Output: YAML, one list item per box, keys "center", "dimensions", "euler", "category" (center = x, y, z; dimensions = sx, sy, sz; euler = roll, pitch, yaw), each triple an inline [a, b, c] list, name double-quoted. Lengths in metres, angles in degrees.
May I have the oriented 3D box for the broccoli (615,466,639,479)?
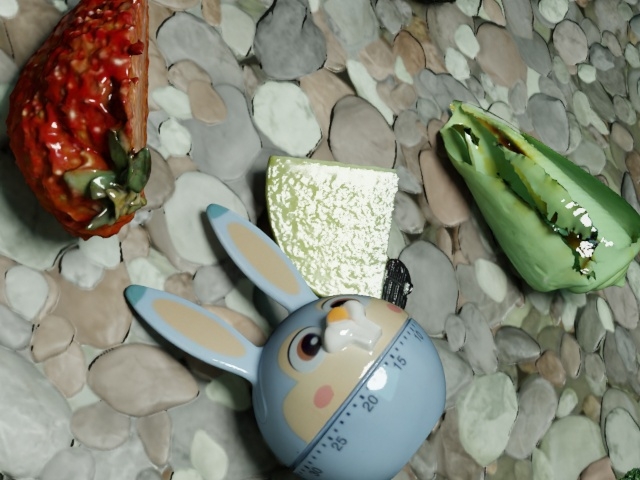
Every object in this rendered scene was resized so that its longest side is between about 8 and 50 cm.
- center: [0.362, 0.315, 1.118]
  dimensions: [0.195, 0.195, 0.156]
  euler: [45, 70, -19]
  category: "broccoli"

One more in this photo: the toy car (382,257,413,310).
- center: [0.062, 0.060, 1.040]
  dimensions: [0.041, 0.025, 0.093]
  euler: [33, 58, -30]
  category: "toy car"

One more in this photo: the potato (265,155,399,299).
- center: [0.000, 0.000, 0.997]
  dimensions: [0.120, 0.081, 0.149]
  euler: [8, 84, -7]
  category: "potato"

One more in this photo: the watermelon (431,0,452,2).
- center: [0.141, -0.308, 1.192]
  dimensions: [0.133, 0.105, 0.105]
  euler: [28, 55, -9]
  category: "watermelon"

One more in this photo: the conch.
- center: [0.231, -0.038, 1.149]
  dimensions: [0.250, 0.137, 0.143]
  euler: [45, 51, -19]
  category: "conch"

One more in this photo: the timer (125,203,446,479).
- center: [-0.006, 0.084, 0.879]
  dimensions: [0.255, 0.175, 0.175]
  euler: [53, 48, -14]
  category: "timer"

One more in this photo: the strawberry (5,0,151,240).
- center: [-0.182, -0.106, 0.829]
  dimensions: [0.107, 0.175, 0.236]
  euler: [2, 32, -10]
  category: "strawberry"
